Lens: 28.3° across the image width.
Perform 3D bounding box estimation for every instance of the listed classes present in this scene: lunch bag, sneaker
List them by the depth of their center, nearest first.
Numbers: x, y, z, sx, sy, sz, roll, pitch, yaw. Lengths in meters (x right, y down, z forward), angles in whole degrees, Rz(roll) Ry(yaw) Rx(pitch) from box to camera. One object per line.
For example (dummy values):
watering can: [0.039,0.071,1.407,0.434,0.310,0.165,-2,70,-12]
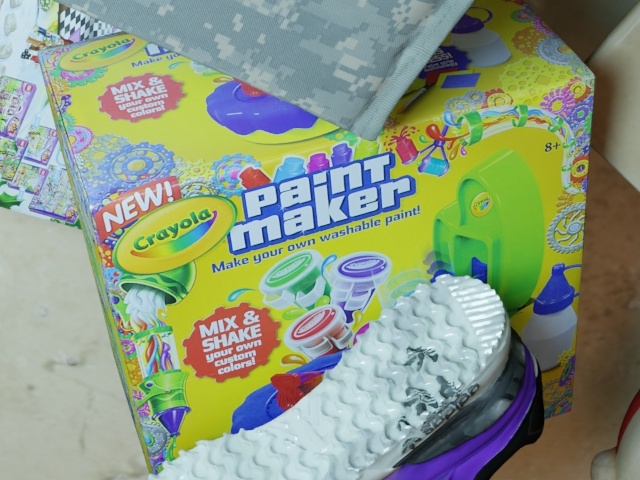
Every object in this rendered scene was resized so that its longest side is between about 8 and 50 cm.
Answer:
lunch bag: [-0.033,-0.231,0.673,0.235,0.287,0.169,22,137,-15]
sneaker: [0.016,0.158,0.762,0.293,0.102,0.146,-35,133,6]

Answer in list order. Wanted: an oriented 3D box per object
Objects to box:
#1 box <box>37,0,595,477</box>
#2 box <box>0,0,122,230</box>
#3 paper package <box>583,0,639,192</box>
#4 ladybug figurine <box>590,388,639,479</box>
box: [0.000,0.000,0.819,0.290,0.177,0.279,-16,130,-11]
box: [-0.114,-0.133,0.853,0.201,0.057,0.293,17,120,-14]
paper package: [0.362,-0.093,0.742,0.325,0.168,0.309,44,126,4]
ladybug figurine: [0.434,0.156,1.005,0.449,0.162,0.305,-1,122,-3]
